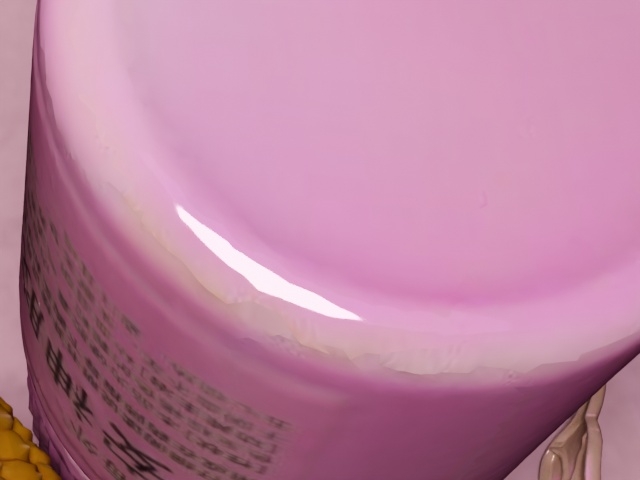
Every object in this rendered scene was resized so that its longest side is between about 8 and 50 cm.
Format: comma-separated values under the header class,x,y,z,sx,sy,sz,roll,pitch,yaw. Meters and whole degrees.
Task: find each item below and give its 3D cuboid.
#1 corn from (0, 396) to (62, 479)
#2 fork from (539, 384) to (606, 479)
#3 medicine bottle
class,x,y,z,sx,sy,sz,roll,pitch,yaw
corn,-0.083,0.189,0.528,0.131,0.131,0.344,-26,73,-19
fork,0.102,0.028,0.676,0.028,0.034,0.219,9,67,-16
medicine bottle,0.000,0.000,0.527,0.178,0.291,0.178,4,68,-10
